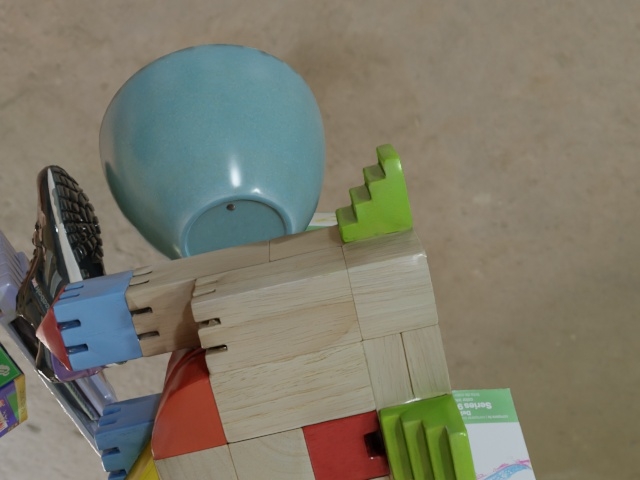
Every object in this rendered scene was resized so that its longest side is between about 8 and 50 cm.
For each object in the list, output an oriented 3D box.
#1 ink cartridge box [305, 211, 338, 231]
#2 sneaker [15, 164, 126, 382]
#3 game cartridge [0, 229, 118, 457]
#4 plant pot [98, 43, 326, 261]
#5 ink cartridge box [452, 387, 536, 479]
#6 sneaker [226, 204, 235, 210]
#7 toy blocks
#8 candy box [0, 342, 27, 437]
[{"bbox_3d":[0.000,0.000,1.473,0.171,0.235,0.056,1,101,31],"label":"ink cartridge box"},{"bbox_3d":[-0.347,0.042,1.217,0.124,0.283,0.107,-20,164,9],"label":"sneaker"},{"bbox_3d":[-0.392,0.159,1.411,0.068,0.230,0.355,-29,120,-5],"label":"game cartridge"},{"bbox_3d":[-0.117,-0.065,1.161,0.290,0.195,0.290,-9,133,-10],"label":"plant pot"},{"bbox_3d":[0.190,0.308,1.138,0.093,0.212,0.154,0,142,-16],"label":"ink cartridge box"},{"bbox_3d":[-0.138,-0.057,1.426,0.065,0.061,0.158,37,104,8],"label":"sneaker"},{"bbox_3d":[-0.037,0.153,0.647,0.261,0.190,0.381,-13,108,1],"label":"toy blocks"},{"bbox_3d":[-0.688,0.330,1.685,0.122,0.317,0.268,47,151,12],"label":"candy box"}]
